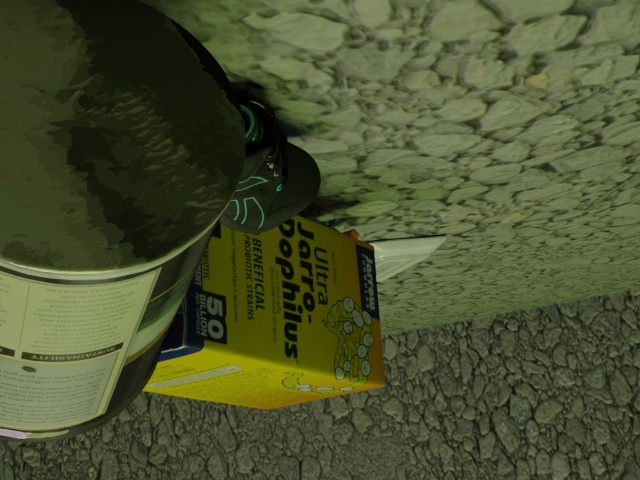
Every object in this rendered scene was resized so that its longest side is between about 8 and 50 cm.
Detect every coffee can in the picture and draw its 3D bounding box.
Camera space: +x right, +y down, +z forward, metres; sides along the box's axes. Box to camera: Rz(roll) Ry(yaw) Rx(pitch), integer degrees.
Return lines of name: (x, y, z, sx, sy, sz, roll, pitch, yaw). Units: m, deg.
coffee can: (-0.180, -0.004, 0.656, 0.202, 0.201, 0.275, -4, 153, -23)

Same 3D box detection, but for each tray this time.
tray: (0.105, 0.040, 1.704, 0.145, 0.030, 0.270, -4, 168, -19)

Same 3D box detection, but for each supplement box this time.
supplement box: (-0.104, 0.077, 1.169, 0.195, 0.194, 0.357, -17, 157, 34)

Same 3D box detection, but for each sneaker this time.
sneaker: (-0.070, -0.069, 0.846, 0.106, 0.101, 0.267, -19, 166, 33)

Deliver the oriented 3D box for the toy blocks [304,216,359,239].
toy blocks: (0.000, 0.000, 1.358, 0.123, 0.054, 0.148, 1, 165, -38)
